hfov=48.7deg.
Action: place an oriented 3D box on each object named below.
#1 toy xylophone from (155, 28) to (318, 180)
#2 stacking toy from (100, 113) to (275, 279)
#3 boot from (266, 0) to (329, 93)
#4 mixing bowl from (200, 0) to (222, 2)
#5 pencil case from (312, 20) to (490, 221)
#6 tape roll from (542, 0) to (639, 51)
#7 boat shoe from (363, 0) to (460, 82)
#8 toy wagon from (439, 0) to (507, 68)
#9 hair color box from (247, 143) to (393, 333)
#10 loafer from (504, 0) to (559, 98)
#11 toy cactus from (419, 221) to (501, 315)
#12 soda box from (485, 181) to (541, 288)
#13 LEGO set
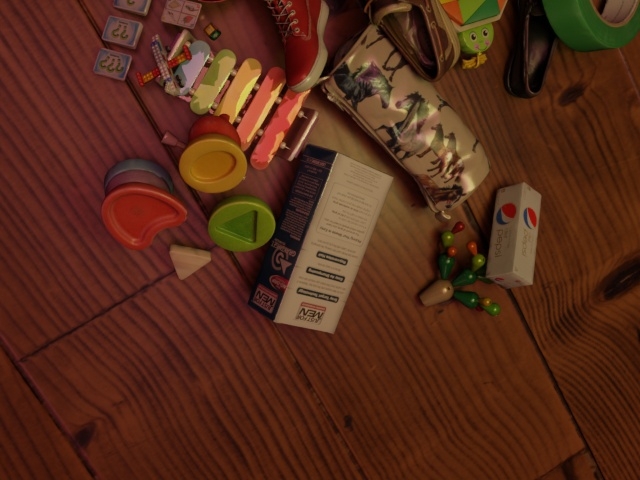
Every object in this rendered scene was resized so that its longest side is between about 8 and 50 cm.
[{"bbox_3d":[-0.174,-0.253,1.393,0.323,0.081,0.236,21,94,-14],"label":"toy xylophone"},{"bbox_3d":[-0.247,-0.087,1.378,0.309,0.130,0.279,-25,133,13],"label":"stacking toy"},{"bbox_3d":[-0.068,-0.405,1.312,0.176,0.088,0.244,35,47,-42],"label":"boot"},{"bbox_3d":[-0.212,-0.534,1.336,0.182,0.098,0.181,-2,98,-11],"label":"mixing bowl"},{"bbox_3d":[0.172,-0.232,1.428,0.183,0.160,0.410,-45,104,-2],"label":"pencil case"},{"bbox_3d":[0.563,-0.550,1.436,0.321,0.077,0.321,-5,97,-39],"label":"tape roll"},{"bbox_3d":[0.142,-0.445,1.303,0.123,0.123,0.342,-17,115,36],"label":"boat shoe"},{"bbox_3d":[0.289,-0.521,1.422,0.267,0.068,0.344,-23,103,-24],"label":"toy wagon"},{"bbox_3d":[0.000,0.000,1.423,0.174,0.105,0.347,18,94,-42],"label":"hair color box"},{"bbox_3d":[0.463,-0.443,1.467,0.109,0.095,0.302,6,108,-8],"label":"loafer"},{"bbox_3d":[0.299,0.082,1.546,0.181,0.112,0.219,-31,106,13],"label":"toy cactus"},{"bbox_3d":[0.411,-0.011,1.502,0.069,0.074,0.216,28,63,-32],"label":"soda box"},{"bbox_3d":[-0.307,-0.371,1.299,0.244,0.060,0.182,20,92,19],"label":"LEGO set"}]
